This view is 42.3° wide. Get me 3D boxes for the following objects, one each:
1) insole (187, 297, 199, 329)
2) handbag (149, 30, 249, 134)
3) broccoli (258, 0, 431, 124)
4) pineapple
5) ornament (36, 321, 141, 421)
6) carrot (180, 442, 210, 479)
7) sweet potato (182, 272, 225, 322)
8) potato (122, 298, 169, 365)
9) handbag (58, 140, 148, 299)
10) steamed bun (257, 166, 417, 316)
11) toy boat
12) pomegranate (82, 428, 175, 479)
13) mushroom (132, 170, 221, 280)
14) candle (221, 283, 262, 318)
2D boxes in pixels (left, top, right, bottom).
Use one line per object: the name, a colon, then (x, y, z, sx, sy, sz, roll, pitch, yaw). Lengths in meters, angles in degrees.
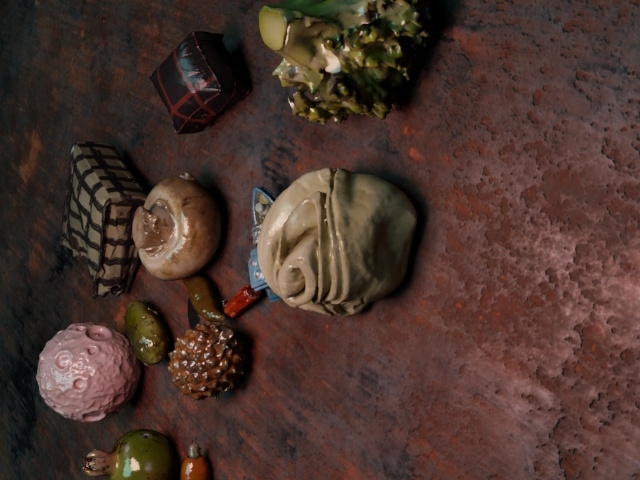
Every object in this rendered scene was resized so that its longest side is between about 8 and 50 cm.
insole: (-0.297, 0.201, 1.968, 0.053, 0.002, 0.153, -38, 58, 42)
handbag: (-0.276, -0.353, 1.878, 0.215, 0.155, 0.169, -31, 77, 43)
broccoli: (0.034, -0.364, 1.467, 0.334, 0.272, 0.324, 51, 164, 32)
pineapple: (-0.234, 0.250, 1.773, 0.193, 0.166, 0.166, -51, 51, 35)
ornament: (-0.590, 0.327, 2.110, 0.259, 0.259, 0.225, 46, 124, 42)
carrot: (-0.281, 0.623, 1.874, 0.069, 0.069, 0.336, 4, 96, 50)
sweet potato: (-0.276, 0.118, 1.903, 0.274, 0.067, 0.067, 46, 121, 54)
potato: (-0.440, 0.223, 2.071, 0.225, 0.090, 0.117, 47, 128, 49)
handbag: (-0.585, -0.054, 2.221, 0.325, 0.162, 0.327, 48, 128, 44)
steamed bun: (-0.001, 0.003, 1.474, 0.289, 0.203, 0.276, 24, 106, 49)
toy boat: (-0.106, 0.003, 1.685, 0.109, 0.098, 0.238, -24, 68, 44)
pomegranate: (-0.449, 0.548, 1.966, 0.179, 0.210, 0.179, 43, 143, 46)
mushroom: (-0.335, -0.035, 1.901, 0.255, 0.184, 0.255, -12, 76, 60)
candle: (-0.181, 0.135, 1.797, 0.048, 0.053, 0.162, 52, 138, 1)
